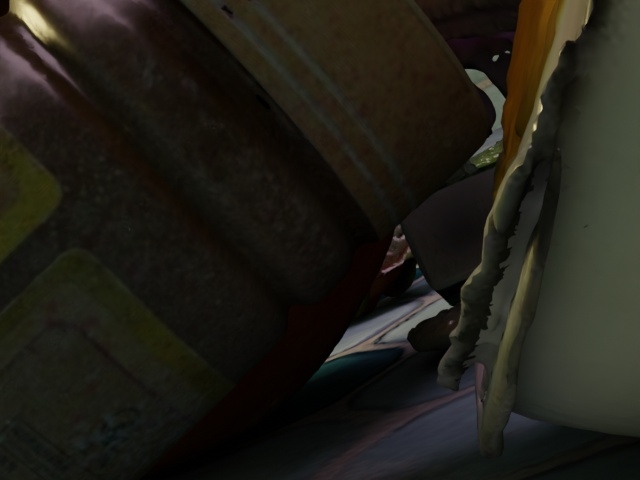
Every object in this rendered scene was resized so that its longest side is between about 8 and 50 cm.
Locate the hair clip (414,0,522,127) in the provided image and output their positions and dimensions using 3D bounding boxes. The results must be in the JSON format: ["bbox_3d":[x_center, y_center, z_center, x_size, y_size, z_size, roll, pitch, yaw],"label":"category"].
[{"bbox_3d":[0.088,-0.111,0.732,0.069,0.173,0.300,-54,25,-15],"label":"hair clip"}]

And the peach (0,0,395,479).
[{"bbox_3d":[-0.137,-0.022,0.771,0.373,0.290,0.372,14,-13,3],"label":"peach"}]

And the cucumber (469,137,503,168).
[{"bbox_3d":[0.174,-0.062,1.344,0.116,0.062,0.115,-30,1,9],"label":"cucumber"}]

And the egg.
[{"bbox_3d":[0.142,-0.062,0.455,0.174,0.264,0.286,13,30,2],"label":"egg"}]

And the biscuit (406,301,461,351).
[{"bbox_3d":[0.114,0.025,0.787,0.152,0.020,0.152,-23,-1,0],"label":"biscuit"}]

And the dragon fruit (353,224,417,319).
[{"bbox_3d":[0.000,0.000,1.102,0.175,0.142,0.138,-54,12,56],"label":"dragon fruit"}]

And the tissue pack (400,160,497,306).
[{"bbox_3d":[0.091,-0.014,0.881,0.085,0.079,0.111,-25,-10,6],"label":"tissue pack"}]

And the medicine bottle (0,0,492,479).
[{"bbox_3d":[-0.107,0.021,0.524,0.322,0.151,0.151,-44,6,-4],"label":"medicine bottle"}]
